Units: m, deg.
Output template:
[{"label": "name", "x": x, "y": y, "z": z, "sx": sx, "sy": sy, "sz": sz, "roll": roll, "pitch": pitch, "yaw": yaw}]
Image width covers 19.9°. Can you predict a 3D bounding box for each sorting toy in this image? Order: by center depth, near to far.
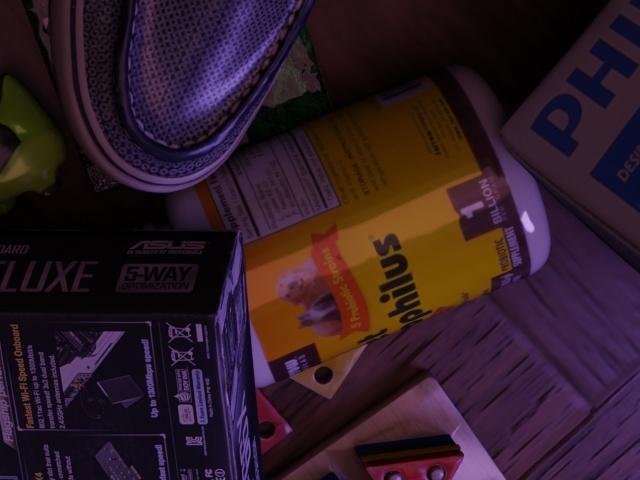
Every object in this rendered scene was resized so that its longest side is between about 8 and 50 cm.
[{"label": "sorting toy", "x": 0.041, "y": 0.159, "z": 1.023, "sx": 0.132, "sy": 0.046, "sz": 0.274, "roll": -35, "pitch": 109, "yaw": 1}]

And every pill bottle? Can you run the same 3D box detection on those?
[{"label": "pill bottle", "x": 0.000, "y": 0.000, "z": 0.929, "sx": 0.215, "sy": 0.117, "sz": 0.117, "roll": -23, "pitch": 109, "yaw": -2}]

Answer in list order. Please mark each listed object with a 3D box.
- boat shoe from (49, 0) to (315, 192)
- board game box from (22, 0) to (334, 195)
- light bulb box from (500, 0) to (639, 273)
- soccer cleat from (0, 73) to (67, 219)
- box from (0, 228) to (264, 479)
[{"label": "boat shoe", "x": -0.020, "y": -0.179, "z": 0.819, "sx": 0.127, "sy": 0.158, "sz": 0.340, "roll": 14, "pitch": 94, "yaw": -27}, {"label": "board game box", "x": -0.094, "y": -0.163, "z": 0.911, "sx": 0.136, "sy": 0.030, "sz": 0.259, "roll": -21, "pitch": 109, "yaw": -6}, {"label": "light bulb box", "x": 0.348, "y": -0.051, "z": 0.814, "sx": 0.358, "sy": 0.361, "sz": 0.225, "roll": -51, "pitch": 141, "yaw": 4}, {"label": "soccer cleat", "x": -0.214, "y": -0.020, "z": 0.922, "sx": 0.179, "sy": 0.060, "sz": 0.072, "roll": -31, "pitch": 99, "yaw": -6}, {"label": "box", "x": -0.149, "y": 0.142, "z": 0.901, "sx": 0.242, "sy": 0.076, "sz": 0.307, "roll": 0, "pitch": 121, "yaw": 7}]
